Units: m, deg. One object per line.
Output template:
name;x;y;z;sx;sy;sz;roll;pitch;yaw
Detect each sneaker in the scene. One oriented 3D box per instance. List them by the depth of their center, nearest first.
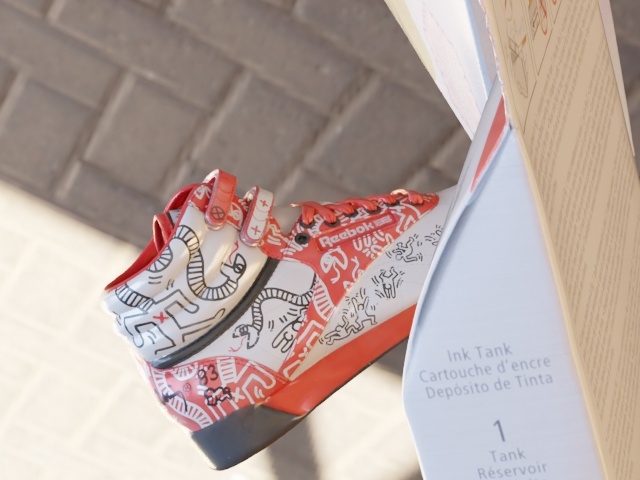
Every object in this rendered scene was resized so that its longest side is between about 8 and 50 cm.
sneaker;0.000;0.000;1.071;0.145;0.270;0.090;54;169;-8

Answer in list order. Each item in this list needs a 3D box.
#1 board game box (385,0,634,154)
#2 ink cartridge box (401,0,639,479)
board game box;0.027;-0.228;0.805;0.066;0.318;0.318;-24;137;-3
ink cartridge box;0.051;-0.027;0.503;0.056;0.181;0.224;-12;112;18
